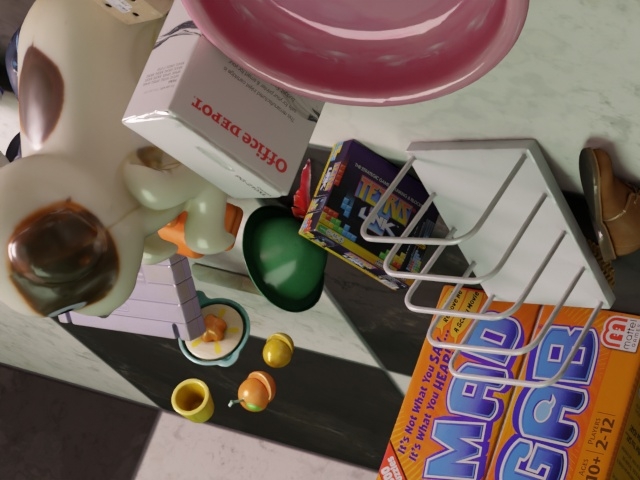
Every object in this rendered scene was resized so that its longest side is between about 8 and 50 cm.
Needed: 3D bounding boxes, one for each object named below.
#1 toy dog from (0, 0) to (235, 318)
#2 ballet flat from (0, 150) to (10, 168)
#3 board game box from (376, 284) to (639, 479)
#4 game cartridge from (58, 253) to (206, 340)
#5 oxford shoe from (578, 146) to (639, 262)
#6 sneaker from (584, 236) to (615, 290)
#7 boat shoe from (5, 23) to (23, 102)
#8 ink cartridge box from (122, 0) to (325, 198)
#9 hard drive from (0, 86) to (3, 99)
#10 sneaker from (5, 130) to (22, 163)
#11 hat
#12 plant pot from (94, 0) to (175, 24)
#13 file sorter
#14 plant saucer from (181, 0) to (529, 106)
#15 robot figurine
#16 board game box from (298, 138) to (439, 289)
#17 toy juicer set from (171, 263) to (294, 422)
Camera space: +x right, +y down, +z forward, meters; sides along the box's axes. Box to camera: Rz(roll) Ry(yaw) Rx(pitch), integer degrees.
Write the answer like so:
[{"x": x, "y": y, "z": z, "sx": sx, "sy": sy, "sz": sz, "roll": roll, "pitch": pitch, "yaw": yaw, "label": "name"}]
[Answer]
[{"x": -0.258, "y": -0.100, "z": 1.620, "sx": 0.284, "sy": 0.408, "sz": 0.395, "roll": 4, "pitch": 155, "yaw": 40, "label": "toy dog"}, {"x": -0.521, "y": -0.115, "z": 2.059, "sx": 0.342, "sy": 0.116, "sz": 0.124, "roll": 42, "pitch": 137, "yaw": 28, "label": "ballet flat"}, {"x": 0.361, "y": 0.326, "z": 2.212, "sx": 0.356, "sy": 0.356, "sz": 0.356, "roll": 8, "pitch": 157, "yaw": 33, "label": "board game box"}, {"x": -0.367, "y": 0.053, "z": 2.505, "sx": 0.355, "sy": 0.068, "sz": 0.230, "roll": 5, "pitch": 112, "yaw": 39, "label": "game cartridge"}, {"x": 0.355, "y": -0.052, "z": 1.665, "sx": 0.076, "sy": 0.076, "sz": 0.212, "roll": -17, "pitch": 147, "yaw": 12, "label": "oxford shoe"}, {"x": 0.314, "y": 0.021, "z": 1.882, "sx": 0.185, "sy": 0.069, "sz": 0.084, "roll": 36, "pitch": 155, "yaw": -16, "label": "sneaker"}, {"x": -0.351, "y": -0.174, "z": 1.836, "sx": 0.258, "sy": 0.109, "sz": 0.089, "roll": 52, "pitch": 153, "yaw": 15, "label": "boat shoe"}, {"x": -0.080, "y": -0.184, "z": 1.464, "sx": 0.172, "sy": 0.237, "sz": 0.100, "roll": 34, "pitch": 157, "yaw": -33, "label": "ink cartridge box"}, {"x": -0.646, "y": -0.256, "z": 2.074, "sx": 0.318, "sy": 0.040, "sz": 0.210, "roll": 1, "pitch": 154, "yaw": 43, "label": "hard drive"}, {"x": -0.368, "y": -0.161, "z": 2.012, "sx": 0.321, "sy": 0.126, "sz": 0.127, "roll": -8, "pitch": 151, "yaw": 38, "label": "sneaker"}, {"x": 0.000, "y": 0.000, "z": 2.064, "sx": 0.183, "sy": 0.173, "sz": 0.208, "roll": -23, "pitch": 163, "yaw": 36, "label": "hat"}, {"x": -0.198, "y": -0.296, "z": 1.502, "sx": 0.109, "sy": 0.096, "sz": 0.109, "roll": -3, "pitch": 150, "yaw": 48, "label": "plant pot"}, {"x": 0.207, "y": 0.034, "z": 1.750, "sx": 0.193, "sy": 0.173, "sz": 0.278, "roll": 3, "pitch": 137, "yaw": 44, "label": "file sorter"}, {"x": 0.030, "y": -0.258, "z": 1.291, "sx": 0.332, "sy": 0.084, "sz": 0.332, "roll": 7, "pitch": 147, "yaw": 5, "label": "plant saucer"}, {"x": -0.234, "y": -0.049, "z": 2.167, "sx": 0.219, "sy": 0.158, "sz": 0.128, "roll": 17, "pitch": 128, "yaw": 11, "label": "robot figurine"}, {"x": 0.071, "y": -0.033, "z": 1.867, "sx": 0.170, "sy": 0.141, "sz": 0.048, "roll": 30, "pitch": 160, "yaw": -25, "label": "board game box"}, {"x": -0.152, "y": 0.161, "z": 2.489, "sx": 0.209, "sy": 0.329, "sz": 0.089, "roll": -6, "pitch": 148, "yaw": 13, "label": "toy juicer set"}]
